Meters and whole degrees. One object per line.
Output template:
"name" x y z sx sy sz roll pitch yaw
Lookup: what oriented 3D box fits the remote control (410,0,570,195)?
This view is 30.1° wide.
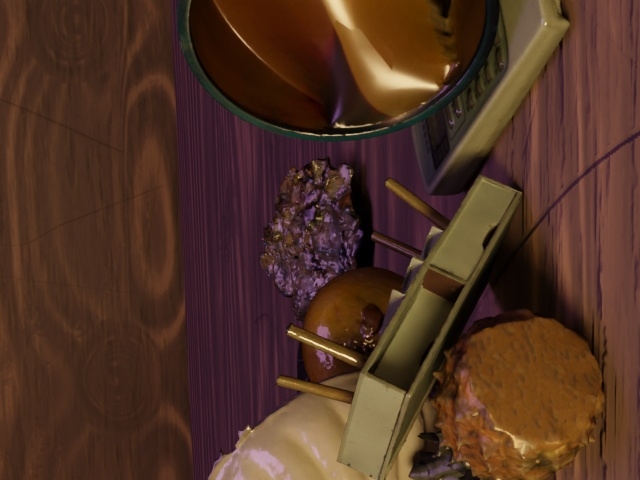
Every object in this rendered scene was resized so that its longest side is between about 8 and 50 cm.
"remote control" 0.134 -0.151 1.008 0.285 0.038 0.123 117 147 -63

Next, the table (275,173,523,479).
"table" 0.060 0.052 0.959 0.240 0.111 0.121 -55 -15 -41

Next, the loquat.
"loquat" 0.048 0.102 1.207 0.163 0.137 0.163 19 -90 -86

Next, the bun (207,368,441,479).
"bun" 0.039 0.264 1.104 0.175 0.263 0.263 50 144 40

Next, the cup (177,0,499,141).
"cup" 0.015 -0.288 0.968 0.308 0.242 0.292 103 169 -47

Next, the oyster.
"oyster" -0.008 0.001 1.505 0.259 0.092 0.198 158 103 -72

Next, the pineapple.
"pineapple" 0.134 0.154 0.941 0.248 0.128 0.128 104 157 -58

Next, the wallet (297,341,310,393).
"wallet" 0.015 0.194 1.544 0.229 0.049 0.182 150 118 -72
